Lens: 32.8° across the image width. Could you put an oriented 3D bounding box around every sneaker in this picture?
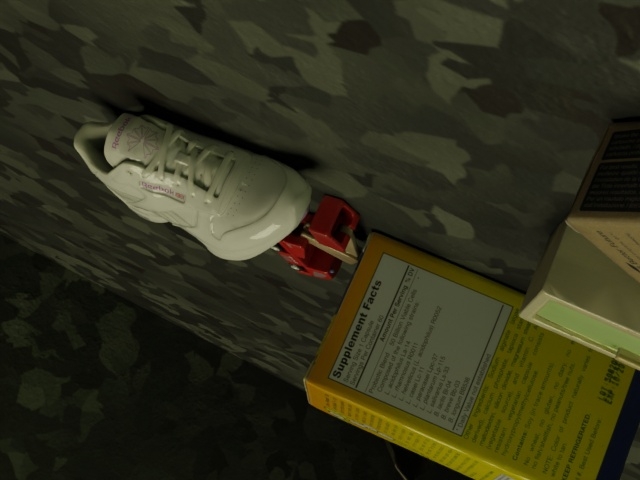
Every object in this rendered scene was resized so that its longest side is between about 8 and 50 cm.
[{"bbox_3d":[-0.148,-0.064,1.170,0.305,0.114,0.152,13,162,38],"label":"sneaker"}]

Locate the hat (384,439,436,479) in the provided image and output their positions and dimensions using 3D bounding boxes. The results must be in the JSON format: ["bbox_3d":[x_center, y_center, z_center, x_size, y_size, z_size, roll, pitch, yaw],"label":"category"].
[{"bbox_3d":[0.154,0.259,1.638,0.134,0.331,0.331,-16,158,3],"label":"hat"}]

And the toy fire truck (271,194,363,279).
[{"bbox_3d":[0.000,0.000,1.285,0.135,0.047,0.192,15,163,29],"label":"toy fire truck"}]

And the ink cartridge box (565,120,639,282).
[{"bbox_3d":[0.318,0.009,0.739,0.234,0.088,0.193,34,164,-32],"label":"ink cartridge box"}]

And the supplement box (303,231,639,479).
[{"bbox_3d":[0.181,0.165,1.276,0.356,0.194,0.195,23,165,8],"label":"supplement box"}]

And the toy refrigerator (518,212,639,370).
[{"bbox_3d":[0.320,0.077,0.953,0.269,0.094,0.102,23,165,4],"label":"toy refrigerator"}]
